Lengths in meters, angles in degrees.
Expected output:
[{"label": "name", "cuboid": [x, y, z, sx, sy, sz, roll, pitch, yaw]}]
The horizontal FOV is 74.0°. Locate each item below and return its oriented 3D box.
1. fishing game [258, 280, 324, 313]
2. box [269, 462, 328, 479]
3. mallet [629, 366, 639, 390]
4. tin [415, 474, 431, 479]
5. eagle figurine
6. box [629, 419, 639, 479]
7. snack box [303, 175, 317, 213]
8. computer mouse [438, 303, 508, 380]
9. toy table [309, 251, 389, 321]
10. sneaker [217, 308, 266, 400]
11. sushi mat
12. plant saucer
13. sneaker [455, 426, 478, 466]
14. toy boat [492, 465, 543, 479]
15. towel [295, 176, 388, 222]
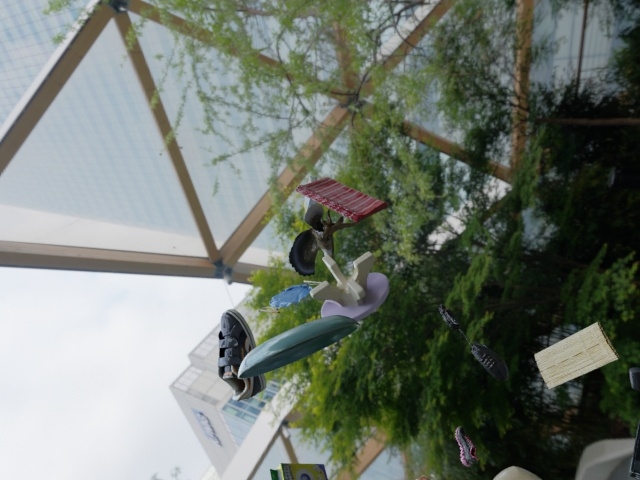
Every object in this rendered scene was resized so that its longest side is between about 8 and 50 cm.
[{"label": "fishing game", "cuboid": [-0.117, 0.231, 1.704, 0.264, 0.189, 0.041, -31, -72, -41]}, {"label": "box", "cuboid": [-0.061, 0.726, 1.271, 0.179, 0.105, 0.043, 14, -61, -26]}, {"label": "mallet", "cuboid": [0.953, 0.406, 1.193, 0.190, 0.039, 0.062, 143, 114, -83]}, {"label": "tin", "cuboid": [0.386, 0.948, 1.547, 0.040, 0.106, 0.189, -16, -67, -30]}, {"label": "eagle figurine", "cuboid": [0.000, 0.010, 1.810, 0.298, 0.227, 0.225, 130, 155, -58]}, {"label": "box", "cuboid": [1.075, 0.670, 1.274, 0.175, 0.220, 0.051, -56, -41, -26]}, {"label": "snack box", "cuboid": [-0.041, -0.195, 1.854, 0.100, 0.037, 0.141, -106, 25, -51]}, {"label": "computer mouse", "cuboid": [0.391, 0.250, 1.084, 0.071, 0.242, 0.041, 10, -55, -50]}, {"label": "toy table", "cuboid": [0.102, 0.163, 1.493, 0.274, 0.252, 0.160, -41, -51, -19]}, {"label": "sneaker", "cuboid": [-0.299, 0.406, 1.499, 0.127, 0.126, 0.321, -18, -95, -49]}, {"label": "sushi mat", "cuboid": [0.983, 0.453, 1.654, 0.019, 0.316, 0.151, 12, -131, -23]}, {"label": "plant saucer", "cuboid": [-0.056, 0.255, 1.041, 0.318, 0.318, 0.043, 11, -130, -59]}, {"label": "sneaker", "cuboid": [0.472, 0.653, 1.357, 0.047, 0.057, 0.119, 23, -139, -26]}, {"label": "toy boat", "cuboid": [0.447, 0.701, 1.057, 0.267, 0.319, 0.148, -68, -28, -61]}, {"label": "towel", "cuboid": [0.077, -0.151, 1.467, 0.199, 0.275, 0.031, -27, -43, -49]}]
